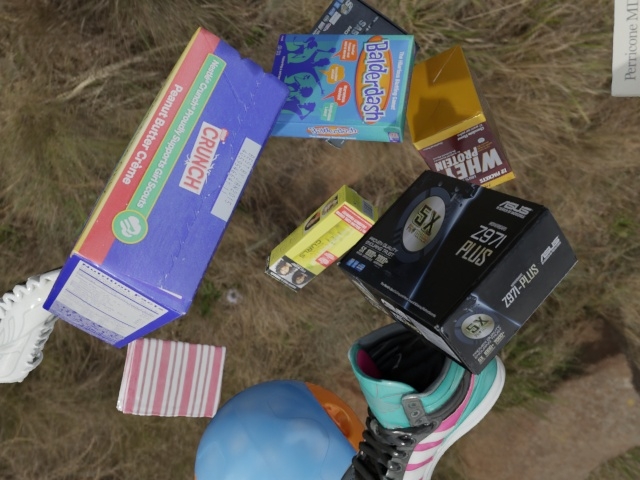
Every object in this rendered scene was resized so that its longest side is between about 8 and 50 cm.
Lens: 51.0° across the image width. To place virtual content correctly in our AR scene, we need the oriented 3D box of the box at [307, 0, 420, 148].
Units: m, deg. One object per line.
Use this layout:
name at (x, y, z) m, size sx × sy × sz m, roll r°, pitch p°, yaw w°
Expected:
box at (0.038, -0.312, 1.216) m, size 0.232 × 0.183 × 0.059 m, roll -51°, pitch 152°, yaw 13°

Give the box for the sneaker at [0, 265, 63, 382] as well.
sneaker at (-0.461, 0.143, 1.035) m, size 0.292 × 0.110 × 0.118 m, roll -37°, pitch 90°, yaw 13°

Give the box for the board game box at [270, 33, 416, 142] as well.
board game box at (0.028, -0.231, 1.005) m, size 0.210 × 0.160 × 0.047 m, roll 5°, pitch 159°, yaw 14°

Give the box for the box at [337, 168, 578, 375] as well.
box at (0.126, 0.022, 0.658) m, size 0.147 × 0.180 × 0.077 m, roll -46°, pitch 122°, yaw -8°

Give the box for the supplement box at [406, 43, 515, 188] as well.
supplement box at (0.254, -0.215, 1.261) m, size 0.129 × 0.191 × 0.194 m, roll -23°, pitch 140°, yaw 21°

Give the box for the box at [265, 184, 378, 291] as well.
box at (0.000, 0.000, 1.269) m, size 0.087 × 0.058 × 0.232 m, roll 35°, pitch 122°, yaw -24°

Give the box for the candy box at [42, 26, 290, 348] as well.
candy box at (-0.184, -0.036, 0.754) m, size 0.122 × 0.317 × 0.268 m, roll 31°, pitch 64°, yaw -17°

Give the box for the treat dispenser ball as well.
treat dispenser ball at (-0.057, 0.368, 1.075) m, size 0.288 × 0.288 × 0.288 m, roll -7°, pitch 115°, yaw -14°

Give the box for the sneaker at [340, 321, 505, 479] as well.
sneaker at (0.074, 0.200, 0.725) m, size 0.295 × 0.124 × 0.178 m, roll -51°, pitch 130°, yaw -12°

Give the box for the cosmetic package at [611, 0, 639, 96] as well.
cosmetic package at (0.351, -0.177, 0.405) m, size 0.113 × 0.309 × 0.160 m, roll -39°, pitch 126°, yaw -49°

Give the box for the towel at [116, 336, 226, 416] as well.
towel at (-0.282, 0.264, 1.291) m, size 0.197 × 0.029 × 0.144 m, roll 11°, pitch 86°, yaw -28°
